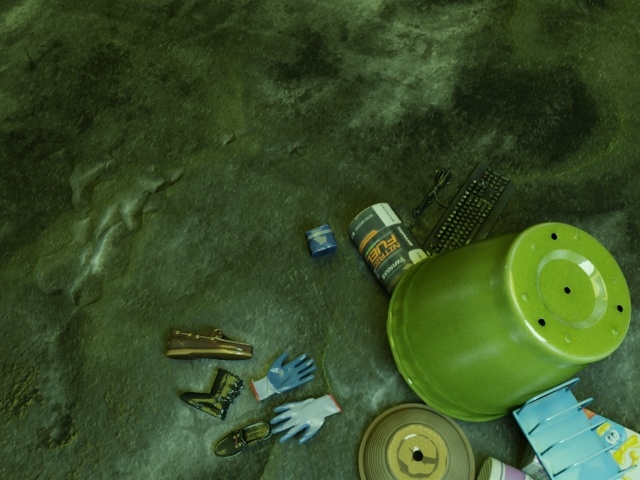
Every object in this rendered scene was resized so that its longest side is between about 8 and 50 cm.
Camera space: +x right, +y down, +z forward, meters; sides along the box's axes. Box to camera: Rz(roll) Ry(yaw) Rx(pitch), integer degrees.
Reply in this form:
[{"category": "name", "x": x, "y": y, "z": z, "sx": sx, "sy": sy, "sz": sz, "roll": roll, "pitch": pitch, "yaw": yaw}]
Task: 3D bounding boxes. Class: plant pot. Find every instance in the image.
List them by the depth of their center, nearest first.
[{"category": "plant pot", "x": 0.361, "y": 0.136, "z": 1.077, "sx": 0.365, "sy": 0.353, "sz": 0.367, "roll": 6, "pitch": 67, "yaw": -15}, {"category": "plant pot", "x": 0.191, "y": 0.436, "z": 1.133, "sx": 0.237, "sy": 0.110, "sz": 0.238, "roll": -2, "pitch": 62, "yaw": 4}]

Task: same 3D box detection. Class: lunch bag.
[{"category": "lunch bag", "x": 0.000, "y": 0.000, "z": 1.406, "sx": 0.067, "sy": 0.098, "sz": 0.065, "roll": -17, "pitch": 79, "yaw": -6}]

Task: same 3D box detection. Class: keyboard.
[{"category": "keyboard", "x": 0.341, "y": -0.080, "z": 1.449, "sx": 0.201, "sy": 0.033, "sz": 0.317, "roll": 29, "pitch": 67, "yaw": 20}]

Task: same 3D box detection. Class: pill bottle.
[{"category": "pill bottle", "x": 0.178, "y": 0.040, "z": 1.343, "sx": 0.130, "sy": 0.130, "sz": 0.246, "roll": -28, "pitch": 62, "yaw": -10}]

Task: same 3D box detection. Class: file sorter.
[{"category": "file sorter", "x": 0.439, "y": 0.342, "z": 0.994, "sx": 0.118, "sy": 0.105, "sz": 0.170, "roll": -22, "pitch": 60, "yaw": -7}]

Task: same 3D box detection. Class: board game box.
[{"category": "board game box", "x": 0.540, "y": 0.432, "z": 1.076, "sx": 0.275, "sy": 0.144, "sz": 0.142, "roll": 24, "pitch": 66, "yaw": 18}]

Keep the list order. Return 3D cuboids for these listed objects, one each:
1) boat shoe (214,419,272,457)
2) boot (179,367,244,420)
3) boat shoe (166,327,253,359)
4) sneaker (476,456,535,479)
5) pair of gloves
[{"category": "boat shoe", "x": -0.167, "y": 0.421, "z": 1.220, "sx": 0.132, "sy": 0.042, "sz": 0.049, "roll": -23, "pitch": 63, "yaw": -5}, {"category": "boot", "x": -0.239, "y": 0.333, "z": 1.274, "sx": 0.121, "sy": 0.045, "sz": 0.099, "roll": 21, "pitch": 67, "yaw": 9}, {"category": "boat shoe", "x": -0.254, "y": 0.235, "z": 1.314, "sx": 0.206, "sy": 0.073, "sz": 0.073, "roll": 2, "pitch": 63, "yaw": 7}, {"category": "sneaker", "x": 0.339, "y": 0.568, "z": 1.051, "sx": 0.160, "sy": 0.102, "sz": 0.282, "roll": 27, "pitch": 75, "yaw": 4}, {"category": "pair of gloves", "x": -0.058, "y": 0.337, "z": 1.247, "sx": 0.159, "sy": 0.023, "sz": 0.198, "roll": -21, "pitch": 59, "yaw": -24}]
